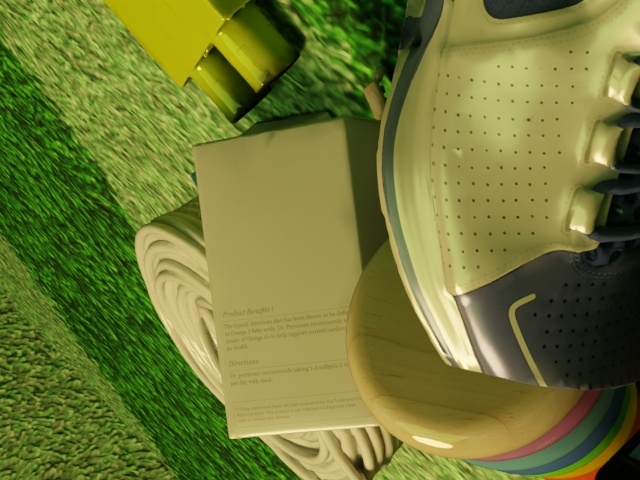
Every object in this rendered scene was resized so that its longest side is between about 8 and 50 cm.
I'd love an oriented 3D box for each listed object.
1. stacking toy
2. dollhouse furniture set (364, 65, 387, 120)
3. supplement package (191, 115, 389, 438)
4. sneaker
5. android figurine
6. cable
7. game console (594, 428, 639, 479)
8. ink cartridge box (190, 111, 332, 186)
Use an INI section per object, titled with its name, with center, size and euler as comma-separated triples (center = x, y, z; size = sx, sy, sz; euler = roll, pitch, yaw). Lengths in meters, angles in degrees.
[stacking toy]
center = 0.141, 0.092, 0.891
size = 0.141, 0.141, 0.330
euler = 37, 180, 32
[dollhouse furniture set]
center = 0.027, -0.066, 1.014
size = 0.081, 0.091, 0.114
euler = 66, 163, 2
[supplement package]
center = 0.001, 0.022, 0.893
size = 0.105, 0.105, 0.179
euler = -8, 87, 27
[sneaker]
center = 0.127, -0.086, 0.570
size = 0.182, 0.127, 0.315
euler = 11, 107, 48
[android figurine]
center = -0.127, -0.214, 1.094
size = 0.273, 0.056, 0.248
euler = 49, 161, 0
[cable]
center = -0.032, 0.073, 1.122
size = 0.257, 0.089, 0.257
euler = 32, 153, 42
[game console]
center = 0.218, 0.097, 0.812
size = 0.107, 0.122, 0.071
euler = 26, 149, 50
[ink cartridge box]
center = 0.000, 0.000, 1.170
size = 0.190, 0.082, 0.140
euler = 54, 160, -17
